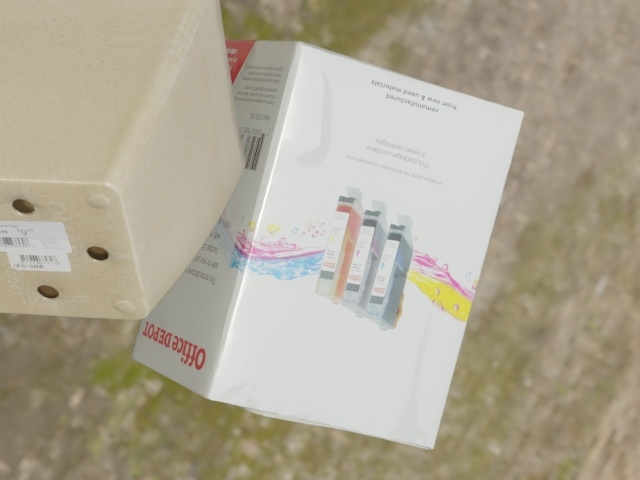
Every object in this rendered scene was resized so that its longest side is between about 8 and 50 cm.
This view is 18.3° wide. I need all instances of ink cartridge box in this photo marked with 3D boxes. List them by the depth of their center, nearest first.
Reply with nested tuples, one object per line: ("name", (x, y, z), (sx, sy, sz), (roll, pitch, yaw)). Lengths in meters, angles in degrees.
("ink cartridge box", (0.000, 0.000, 0.992), (0.127, 0.128, 0.176), (16, 91, -23))

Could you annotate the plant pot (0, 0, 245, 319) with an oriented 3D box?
("plant pot", (-0.094, -0.031, 0.733), (0.109, 0.109, 0.096), (83, 14, -48))
